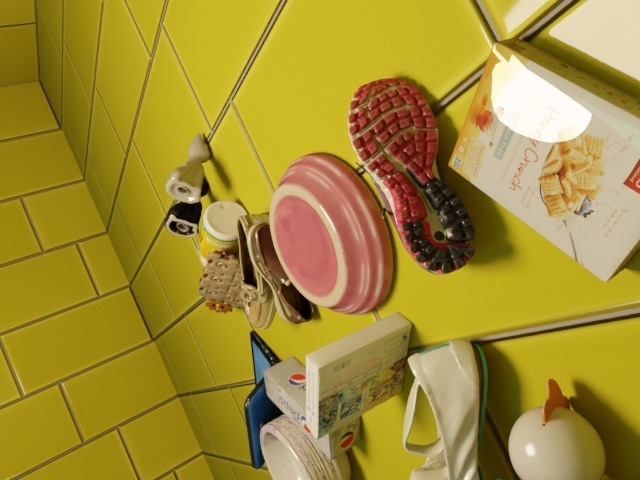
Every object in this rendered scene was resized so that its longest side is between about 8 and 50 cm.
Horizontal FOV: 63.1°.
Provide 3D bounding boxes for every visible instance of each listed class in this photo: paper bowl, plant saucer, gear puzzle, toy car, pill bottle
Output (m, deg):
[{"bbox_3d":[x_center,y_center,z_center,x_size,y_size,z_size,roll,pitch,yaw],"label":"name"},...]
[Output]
[{"bbox_3d":[-0.029,0.584,1.372,0.284,0.148,0.284,36,138,41],"label":"paper bowl"},{"bbox_3d":[0.000,0.000,1.016,0.332,0.084,0.332,36,138,41],"label":"plant saucer"},{"bbox_3d":[-0.247,0.126,1.448,0.339,0.175,0.044,123,162,-53],"label":"gear puzzle"},{"bbox_3d":[0.312,0.302,0.677,0.219,0.210,0.238,1,81,44],"label":"toy car"},{"bbox_3d":[-0.266,-0.006,1.392,0.117,0.118,0.208,57,148,17],"label":"pill bottle"}]

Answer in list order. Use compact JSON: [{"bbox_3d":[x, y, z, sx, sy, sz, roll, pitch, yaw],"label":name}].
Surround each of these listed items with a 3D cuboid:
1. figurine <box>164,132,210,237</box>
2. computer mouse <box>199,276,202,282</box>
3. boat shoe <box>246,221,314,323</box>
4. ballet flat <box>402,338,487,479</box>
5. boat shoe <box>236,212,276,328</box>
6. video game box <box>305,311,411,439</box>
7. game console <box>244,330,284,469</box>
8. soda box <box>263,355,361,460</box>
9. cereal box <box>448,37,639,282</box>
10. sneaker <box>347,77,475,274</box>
[{"bbox_3d":[-0.346,-0.154,1.401,0.215,0.092,0.209,108,171,-46],"label":"figurine"},{"bbox_3d":[-0.363,0.140,1.713,0.242,0.041,0.071,-16,96,60],"label":"computer mouse"},{"bbox_3d":[-0.078,0.074,1.185,0.095,0.095,0.257,5,125,54],"label":"boat shoe"},{"bbox_3d":[0.199,0.348,0.835,0.139,0.139,0.400,11,110,55],"label":"ballet flat"},{"bbox_3d":[-0.161,0.076,1.249,0.105,0.089,0.285,8,100,51],"label":"boat shoe"},{"bbox_3d":[0.068,0.245,0.949,0.048,0.205,0.187,38,138,45],"label":"video game box"},{"bbox_3d":[-0.195,0.466,1.539,0.173,0.250,0.293,14,125,24],"label":"game console"},{"bbox_3d":[-0.026,0.409,1.302,0.286,0.098,0.091,27,130,47],"label":"soda box"},{"bbox_3d":[0.265,-0.092,0.577,0.240,0.047,0.173,46,143,32],"label":"cereal box"},{"bbox_3d":[0.119,-0.090,0.752,0.112,0.121,0.299,70,-177,-83],"label":"sneaker"}]
